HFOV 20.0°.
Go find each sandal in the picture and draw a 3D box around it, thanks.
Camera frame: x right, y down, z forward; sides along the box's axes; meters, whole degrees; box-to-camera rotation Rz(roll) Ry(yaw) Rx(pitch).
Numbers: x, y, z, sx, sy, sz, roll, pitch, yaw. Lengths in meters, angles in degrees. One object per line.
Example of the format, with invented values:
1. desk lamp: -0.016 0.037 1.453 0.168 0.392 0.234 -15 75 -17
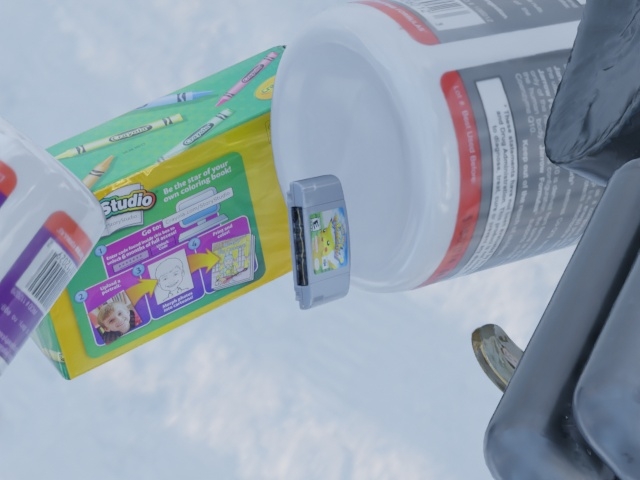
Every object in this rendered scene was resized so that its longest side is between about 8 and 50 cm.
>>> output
1. sandal: 0.212 -0.247 1.063 0.107 0.446 0.167 27 158 -15
2. sandal: 0.179 0.113 1.257 0.180 0.072 0.049 42 106 -14

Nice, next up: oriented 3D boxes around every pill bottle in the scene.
1. pill bottle: -0.183 0.038 0.731 0.108 0.108 0.193 34 77 5
2. pill bottle: 0.163 -0.095 1.369 0.210 0.363 0.210 27 123 51

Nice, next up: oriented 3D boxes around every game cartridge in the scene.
1. game cartridge: 0.000 0.000 1.185 0.017 0.056 0.083 -1 98 28

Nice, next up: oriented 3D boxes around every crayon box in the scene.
1. crayon box: -0.116 -0.024 1.466 0.081 0.278 0.165 44 152 46

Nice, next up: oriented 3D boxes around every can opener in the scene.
1. can opener: 0.147 0.008 0.640 0.095 0.283 0.076 48 131 -12
